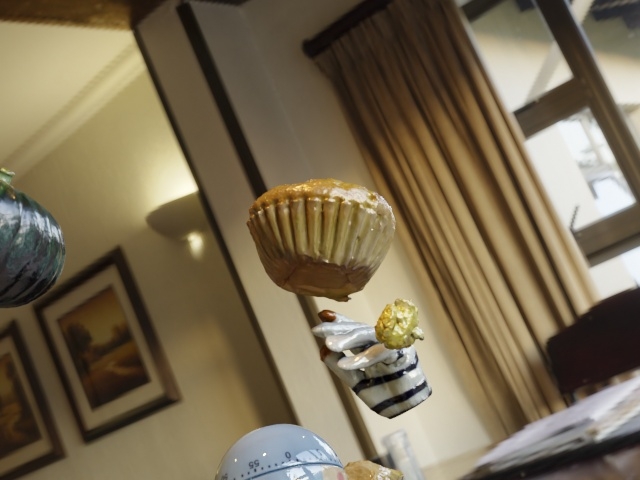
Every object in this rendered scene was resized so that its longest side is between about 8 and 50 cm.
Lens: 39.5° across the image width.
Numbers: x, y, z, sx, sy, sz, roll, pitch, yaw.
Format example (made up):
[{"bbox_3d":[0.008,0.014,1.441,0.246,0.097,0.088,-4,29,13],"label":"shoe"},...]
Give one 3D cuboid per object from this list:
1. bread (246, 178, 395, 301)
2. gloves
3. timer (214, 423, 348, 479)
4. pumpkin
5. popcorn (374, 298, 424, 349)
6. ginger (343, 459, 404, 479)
[{"bbox_3d":[0.000,0.000,1.559,0.274,0.149,0.274,2,-24,1],"label":"bread"},{"bbox_3d":[0.084,0.196,1.516,0.131,0.218,0.140,-33,-5,-13],"label":"gloves"},{"bbox_3d":[-0.016,0.329,1.026,0.175,0.255,0.175,-35,-22,-16],"label":"timer"},{"bbox_3d":[-0.358,-0.012,0.923,0.140,0.202,0.202,-59,-3,-11],"label":"pumpkin"},{"bbox_3d":[0.121,0.140,1.434,0.084,0.084,0.084,-23,-9,-4],"label":"popcorn"},{"bbox_3d":[0.053,0.462,1.320,0.123,0.270,0.219,2,-12,17],"label":"ginger"}]
